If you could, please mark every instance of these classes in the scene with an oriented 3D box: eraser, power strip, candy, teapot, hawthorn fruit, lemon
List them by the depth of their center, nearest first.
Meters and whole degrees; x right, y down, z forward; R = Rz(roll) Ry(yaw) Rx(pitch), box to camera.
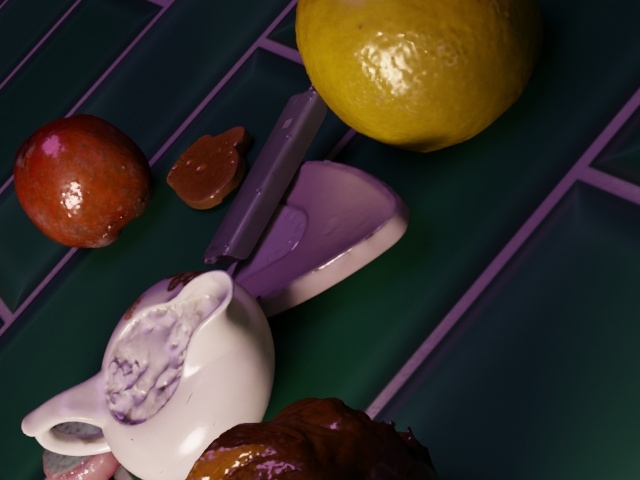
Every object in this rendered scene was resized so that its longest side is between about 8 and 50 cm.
[{"bbox_3d":[-0.145,0.132,1.152,0.298,0.139,0.204,-41,49,25],"label":"teapot"},{"bbox_3d":[0.001,0.001,1.225,0.243,0.059,0.204,-9,47,47],"label":"eraser"},{"bbox_3d":[0.088,-0.222,1.225,0.240,0.219,0.240,-32,35,26],"label":"lemon"},{"bbox_3d":[-0.244,0.216,1.278,0.103,0.043,0.103,-26,38,23],"label":"candy"},{"bbox_3d":[-0.053,-0.074,1.303,0.060,0.027,0.252,-9,48,58],"label":"power strip"},{"bbox_3d":[-0.303,-0.078,1.535,0.173,0.173,0.173,-28,38,24],"label":"hawthorn fruit"}]

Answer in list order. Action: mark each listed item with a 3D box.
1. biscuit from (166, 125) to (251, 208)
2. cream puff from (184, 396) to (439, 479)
[{"bbox_3d":[-0.129,-0.091,1.492,0.118,0.023,0.140,-45,33,1],"label":"biscuit"},{"bbox_3d":[0.007,0.222,0.863,0.155,0.241,0.269,-23,10,21],"label":"cream puff"}]
